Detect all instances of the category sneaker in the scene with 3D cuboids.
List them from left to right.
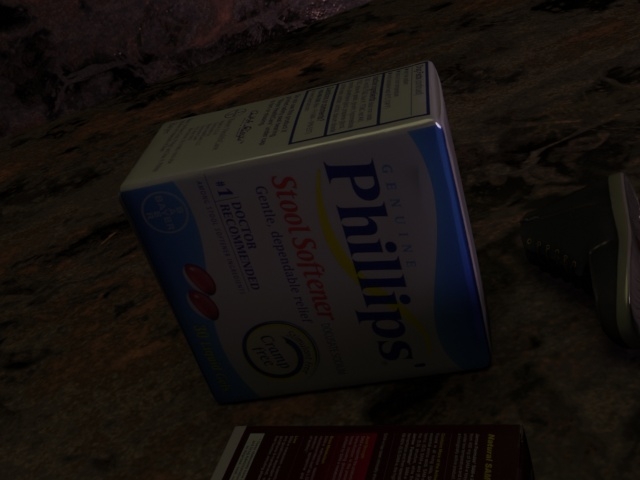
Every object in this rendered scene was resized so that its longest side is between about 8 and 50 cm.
[{"bbox_3d":[0.265,0.032,0.755,0.118,0.083,0.222,-23,29,32],"label":"sneaker"}]

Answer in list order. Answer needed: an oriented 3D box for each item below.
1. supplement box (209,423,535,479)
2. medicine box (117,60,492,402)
[{"bbox_3d":[0.031,0.206,0.559,0.239,0.073,0.130,-6,31,22],"label":"supplement box"},{"bbox_3d":[0.000,0.000,0.741,0.289,0.263,0.149,-10,30,14],"label":"medicine box"}]
